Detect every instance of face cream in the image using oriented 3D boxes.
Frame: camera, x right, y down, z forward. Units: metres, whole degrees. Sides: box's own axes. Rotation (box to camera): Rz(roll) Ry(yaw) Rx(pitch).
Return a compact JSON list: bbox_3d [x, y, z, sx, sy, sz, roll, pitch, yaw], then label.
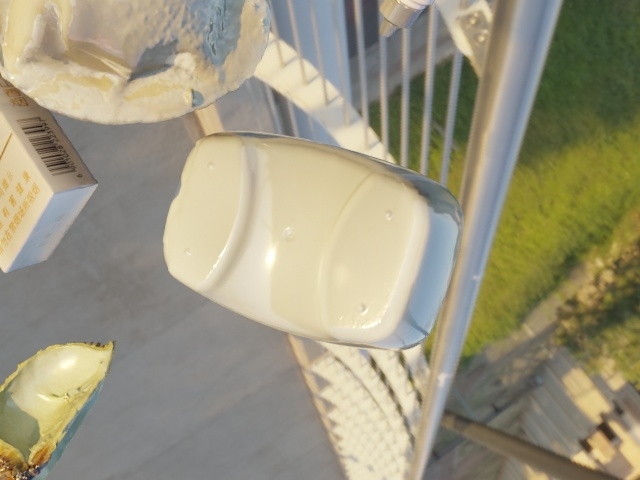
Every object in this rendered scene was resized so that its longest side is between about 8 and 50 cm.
[{"bbox_3d":[0.190,-0.481,1.427,0.092,0.092,0.311,-13,149,-43],"label":"face cream"}]

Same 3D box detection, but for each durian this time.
[{"bbox_3d":[-0.389,0.245,1.169,0.139,0.144,0.252,-22,-155,47],"label":"durian"}]

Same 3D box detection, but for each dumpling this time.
[{"bbox_3d":[-0.189,-0.217,0.754,0.175,0.243,0.227,63,48,-76],"label":"dumpling"}]

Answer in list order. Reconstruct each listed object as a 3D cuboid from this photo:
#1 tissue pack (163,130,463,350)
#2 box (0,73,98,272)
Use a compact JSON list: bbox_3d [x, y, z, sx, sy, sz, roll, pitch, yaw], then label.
[{"bbox_3d":[0.000,0.000,1.000,0.236,0.333,0.229,12,94,-69],"label":"tissue pack"},{"bbox_3d":[-0.353,-0.103,0.896,0.149,0.233,0.067,-44,166,34],"label":"box"}]
